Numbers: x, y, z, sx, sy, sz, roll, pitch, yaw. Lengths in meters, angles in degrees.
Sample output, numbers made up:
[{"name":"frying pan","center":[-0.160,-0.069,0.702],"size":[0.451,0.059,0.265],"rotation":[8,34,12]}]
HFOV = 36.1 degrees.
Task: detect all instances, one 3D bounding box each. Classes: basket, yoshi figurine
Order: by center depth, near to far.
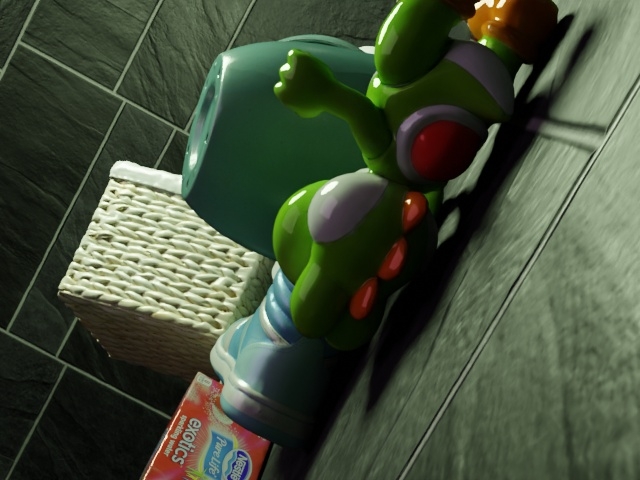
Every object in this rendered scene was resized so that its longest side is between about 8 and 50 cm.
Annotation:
[{"name":"yoshi figurine","center":[0.056,-0.083,0.897],"size":[0.362,0.204,0.203],"rotation":[-64,-12,-1]},{"name":"basket","center":[-0.218,0.079,1.701],"size":[0.328,0.332,0.266],"rotation":[75,-147,-61]}]

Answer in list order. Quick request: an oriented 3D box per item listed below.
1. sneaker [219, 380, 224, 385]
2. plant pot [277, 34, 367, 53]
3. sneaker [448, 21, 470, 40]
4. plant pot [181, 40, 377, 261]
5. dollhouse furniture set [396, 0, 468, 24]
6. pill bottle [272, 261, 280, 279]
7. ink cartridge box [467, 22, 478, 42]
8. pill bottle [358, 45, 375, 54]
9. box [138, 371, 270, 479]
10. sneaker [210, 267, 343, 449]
[{"name":"sneaker","center":[-0.105,0.204,1.536],"size":[0.255,0.094,0.151],"rotation":[-59,1,14]},{"name":"plant pot","center":[-0.009,-0.198,1.558],"size":[0.293,0.293,0.196],"rotation":[-60,8,24]},{"name":"sneaker","center":[0.144,-0.192,1.345],"size":[0.216,0.079,0.121],"rotation":[-62,-7,-3]},{"name":"plant pot","center":[-0.036,-0.111,1.202],"size":[0.293,0.235,0.292],"rotation":[-165,90,-75]},{"name":"dollhouse furniture set","center":[0.204,-0.408,1.642],"size":[0.144,0.123,0.151],"rotation":[-59,4,34]},{"name":"pill bottle","center":[0.000,0.000,1.473],"size":[0.186,0.112,0.112],"rotation":[-58,5,37]},{"name":"ink cartridge box","center":[0.224,-0.308,1.349],"size":[0.062,0.029,0.115],"rotation":[-62,4,1]},{"name":"pill bottle","center":[0.062,-0.216,1.855],"size":[0.283,0.160,0.160],"rotation":[-63,4,-18]},{"name":"box","center":[-0.154,0.299,1.199],"size":[0.122,0.128,0.257],"rotation":[-59,4,30]},{"name":"sneaker","center":[-0.025,0.089,1.092],"size":[0.208,0.127,0.319],"rotation":[-63,13,3]}]
